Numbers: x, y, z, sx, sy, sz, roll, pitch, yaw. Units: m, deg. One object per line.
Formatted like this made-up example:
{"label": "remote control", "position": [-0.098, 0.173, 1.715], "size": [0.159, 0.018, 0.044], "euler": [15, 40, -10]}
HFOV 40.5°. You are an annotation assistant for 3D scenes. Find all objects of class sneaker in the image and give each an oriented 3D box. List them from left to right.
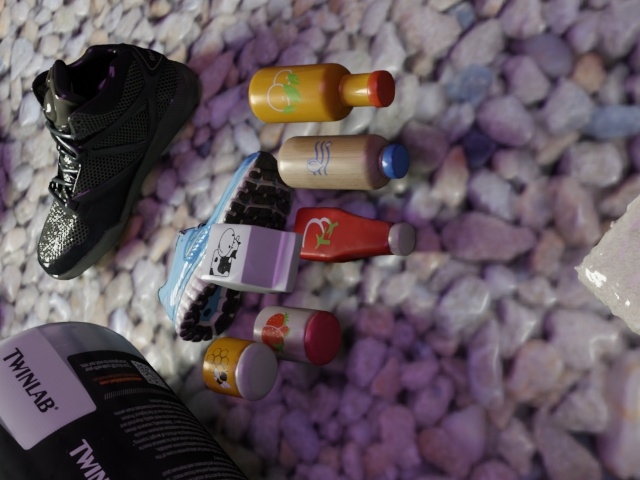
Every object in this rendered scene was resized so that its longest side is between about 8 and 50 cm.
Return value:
{"label": "sneaker", "position": [-0.213, -0.074, 0.760], "size": [0.087, 0.130, 0.228], "euler": [42, 105, 36]}
{"label": "sneaker", "position": [-0.087, -0.003, 0.694], "size": [0.073, 0.063, 0.162], "euler": [35, 98, 39]}

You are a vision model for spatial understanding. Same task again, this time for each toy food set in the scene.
{"label": "toy food set", "position": [0.000, 0.000, 0.602], "size": [0.104, 0.111, 0.232], "euler": [3, 77, 35]}

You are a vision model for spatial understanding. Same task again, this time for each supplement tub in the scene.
{"label": "supplement tub", "position": [-0.131, 0.216, 0.586], "size": [0.316, 0.193, 0.194], "euler": [39, 100, 35]}

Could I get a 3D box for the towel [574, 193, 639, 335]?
{"label": "towel", "position": [0.289, -0.030, 0.454], "size": [0.282, 0.049, 0.187], "euler": [-52, 54, 13]}
